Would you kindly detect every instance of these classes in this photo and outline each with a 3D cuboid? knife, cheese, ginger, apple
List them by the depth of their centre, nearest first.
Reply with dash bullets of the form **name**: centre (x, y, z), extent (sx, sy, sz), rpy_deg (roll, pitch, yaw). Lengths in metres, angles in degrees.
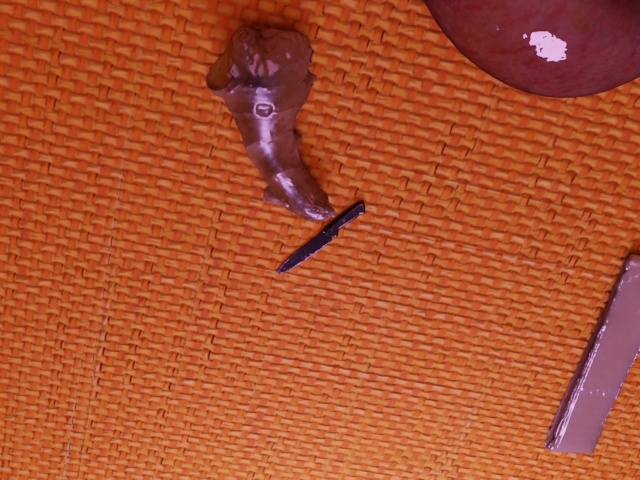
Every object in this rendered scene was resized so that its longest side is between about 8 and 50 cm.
- **apple**: centre (0.249, -0.301, 0.800), extent (0.345, 0.269, 0.344), rpy_deg (-1, 121, -2)
- **ginger**: centre (-0.046, -0.141, 1.007), extent (0.131, 0.086, 0.294), rpy_deg (-22, 129, 1)
- **knife**: centre (0.000, 0.000, 1.135), extent (0.170, 0.010, 0.023), rpy_deg (-38, 111, 22)
- **cheese**: centre (0.447, 0.191, 1.263), extent (0.085, 0.034, 0.400), rpy_deg (8, 121, -2)
